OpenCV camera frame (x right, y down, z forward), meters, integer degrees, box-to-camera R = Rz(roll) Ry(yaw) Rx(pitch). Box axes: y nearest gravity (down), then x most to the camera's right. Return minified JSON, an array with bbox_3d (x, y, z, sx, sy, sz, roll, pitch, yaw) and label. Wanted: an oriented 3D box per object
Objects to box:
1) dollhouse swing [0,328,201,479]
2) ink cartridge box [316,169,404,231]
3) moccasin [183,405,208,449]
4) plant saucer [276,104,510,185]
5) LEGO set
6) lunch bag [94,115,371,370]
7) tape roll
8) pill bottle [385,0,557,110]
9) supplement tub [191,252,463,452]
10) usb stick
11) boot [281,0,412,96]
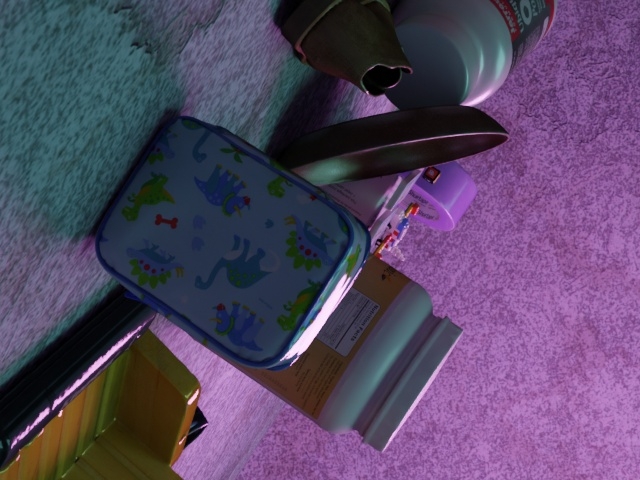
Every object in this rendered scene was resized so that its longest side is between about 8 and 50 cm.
[{"bbox_3d":[-0.210,0.342,1.468,0.347,0.305,0.315,-49,169,-35],"label":"dollhouse swing"},{"bbox_3d":[0.000,0.000,1.980,0.289,0.122,0.211,-58,172,4],"label":"ink cartridge box"},{"bbox_3d":[-0.270,0.323,1.693,0.342,0.117,0.137,-54,171,-18],"label":"moccasin"},{"bbox_3d":[0.083,-0.121,1.699,0.310,0.311,0.050,8,71,-81],"label":"plant saucer"},{"bbox_3d":[0.122,-0.033,1.951,0.182,0.060,0.244,-58,173,24],"label":"LEGO set"},{"bbox_3d":[-0.082,0.005,1.204,0.176,0.219,0.090,-58,165,3],"label":"lunch bag"},{"bbox_3d":[0.179,-0.104,2.383,0.080,0.189,0.189,-55,172,-13],"label":"tape roll"},{"bbox_3d":[0.194,-0.284,1.822,0.318,0.176,0.176,-47,167,-51],"label":"pill bottle"},{"bbox_3d":[0.004,0.109,1.748,0.228,0.316,0.228,-55,172,-12],"label":"supplement tub"},{"bbox_3d":[-0.250,0.132,1.325,0.278,0.045,0.077,-47,166,-51],"label":"usb stick"},{"bbox_3d":[0.044,-0.200,1.441,0.112,0.115,0.305,-46,177,12],"label":"boot"}]
